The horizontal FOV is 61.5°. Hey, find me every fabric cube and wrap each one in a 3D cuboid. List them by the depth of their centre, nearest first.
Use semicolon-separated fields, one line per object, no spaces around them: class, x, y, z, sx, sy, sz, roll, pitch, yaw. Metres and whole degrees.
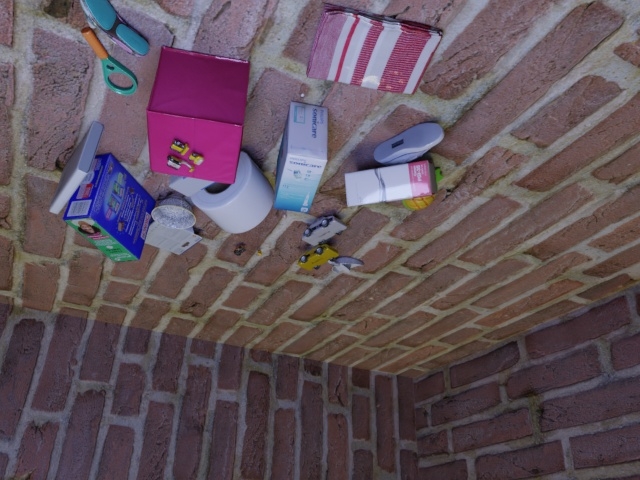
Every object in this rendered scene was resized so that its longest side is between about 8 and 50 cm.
fabric cube;-0.348;-0.353;1.544;0.258;0.254;0.258;8;149;-10

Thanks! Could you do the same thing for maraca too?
maraca;0.369;-0.190;1.948;0.127;0.099;0.186;13;122;-20

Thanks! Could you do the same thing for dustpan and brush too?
dustpan and brush;0.094;0.112;2.501;0.147;0.061;0.211;-19;144;30

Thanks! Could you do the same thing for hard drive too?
hard drive;-0.823;-0.239;1.807;0.040;0.203;0.307;25;143;-32

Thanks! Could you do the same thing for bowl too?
bowl;-0.572;-0.122;2.117;0.169;0.080;0.170;1;149;0

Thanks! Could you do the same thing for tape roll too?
tape roll;-0.305;-0.169;1.864;0.245;0.246;0.169;-12;148;21

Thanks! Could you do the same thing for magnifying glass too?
magnifying glass;-0.601;-0.502;1.528;0.092;0.026;0.231;-5;148;11

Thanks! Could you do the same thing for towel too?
towel;0.142;-0.508;1.474;0.328;0.037;0.237;7;150;-10

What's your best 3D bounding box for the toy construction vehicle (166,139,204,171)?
toy construction vehicle;-0.377;-0.232;1.477;0.098;0.035;0.086;22;133;-33

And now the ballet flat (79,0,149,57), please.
ballet flat;-0.548;-0.557;1.397;0.079;0.077;0.221;4;156;37

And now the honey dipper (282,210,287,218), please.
honey dipper;-0.128;-0.149;1.969;0.030;0.161;0.031;2;149;1

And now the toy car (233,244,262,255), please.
toy car;-0.330;0.050;2.434;0.121;0.041;0.060;20;124;-24

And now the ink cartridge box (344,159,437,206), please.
ink cartridge box;0.242;-0.191;1.827;0.282;0.117;0.207;-6;-176;18

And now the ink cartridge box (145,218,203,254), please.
ink cartridge box;-0.651;-0.025;2.318;0.223;0.046;0.223;25;143;-35

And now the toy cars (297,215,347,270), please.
toy cars;0.000;0.000;2.301;0.176;0.087;0.394;1;147;-8

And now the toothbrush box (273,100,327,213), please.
toothbrush box;-0.066;-0.259;1.727;0.126;0.217;0.296;8;150;-11

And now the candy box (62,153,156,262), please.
candy box;-0.755;-0.110;1.960;0.122;0.269;0.317;-4;149;16

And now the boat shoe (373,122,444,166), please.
boat shoe;0.300;-0.309;1.763;0.258;0.095;0.084;-11;154;41

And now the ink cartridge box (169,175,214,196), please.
ink cartridge box;-0.403;-0.267;1.744;0.148;0.203;0.085;-21;145;34
